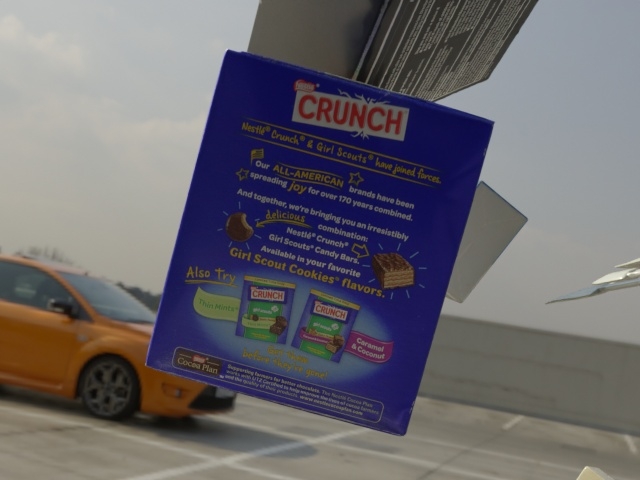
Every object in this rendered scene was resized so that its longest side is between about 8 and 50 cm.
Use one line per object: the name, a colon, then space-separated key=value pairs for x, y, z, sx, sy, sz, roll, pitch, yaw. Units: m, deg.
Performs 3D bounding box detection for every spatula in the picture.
spatula: x=0.385 y=0.027 z=0.925 sx=0.168 sy=0.019 sz=0.242 roll=-16 pitch=-5 yaw=-25

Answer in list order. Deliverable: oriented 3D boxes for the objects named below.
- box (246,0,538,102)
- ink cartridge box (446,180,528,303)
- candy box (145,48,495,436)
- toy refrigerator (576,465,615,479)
box: x=0.097 y=-0.291 z=0.948 sx=0.294 sy=0.183 sz=0.296 roll=-28 pitch=-18 yaw=-28
ink cartridge box: x=0.176 y=0.001 z=1.095 sx=0.078 sy=0.134 sz=0.231 roll=39 pitch=0 yaw=-1
candy box: x=0.000 y=0.000 z=0.833 sx=0.268 sy=0.317 sz=0.122 roll=16 pitch=6 yaw=0
toy refrigerator: x=0.431 y=0.527 z=1.409 sx=0.102 sy=0.269 sz=0.094 roll=34 pitch=4 yaw=35
